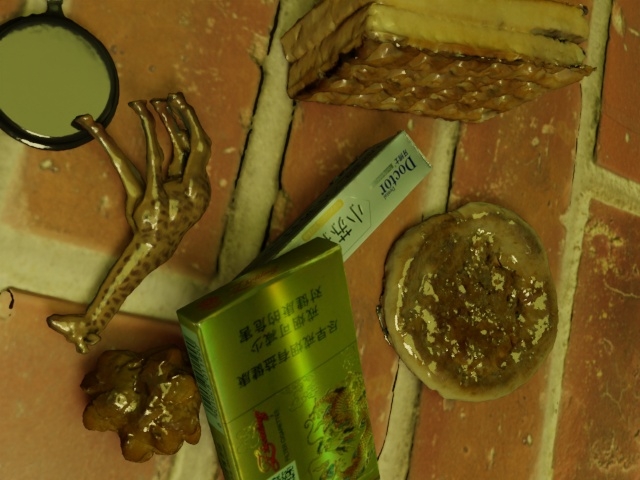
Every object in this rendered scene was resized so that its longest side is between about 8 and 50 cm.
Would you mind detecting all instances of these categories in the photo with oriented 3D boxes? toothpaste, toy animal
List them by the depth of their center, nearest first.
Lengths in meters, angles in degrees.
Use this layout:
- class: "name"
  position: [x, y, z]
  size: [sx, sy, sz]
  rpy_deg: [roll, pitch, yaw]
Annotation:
- class: "toy animal"
  position: [-0.183, -0.021, 0.721]
  size: [0.149, 0.054, 0.275]
  rpy_deg: [11, 87, -38]
- class: "toothpaste"
  position: [0.000, 0.000, 0.805]
  size: [0.313, 0.089, 0.071]
  rpy_deg: [-45, 101, -24]

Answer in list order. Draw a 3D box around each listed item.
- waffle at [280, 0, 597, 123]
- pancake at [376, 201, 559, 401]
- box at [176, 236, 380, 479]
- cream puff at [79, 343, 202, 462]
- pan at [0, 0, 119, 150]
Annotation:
- class: "waffle"
  position: [0.131, -0.216, 0.828]
  size: [0.308, 0.213, 0.091]
  rpy_deg: [0, 82, -28]
- class: "pancake"
  position: [0.203, 0.083, 0.933]
  size: [0.283, 0.049, 0.282]
  rpy_deg: [3, 84, -26]
- class: "box"
  position: [-0.030, 0.169, 0.732]
  size: [0.173, 0.043, 0.311]
  rpy_deg: [-28, 121, -31]
- class: "cream puff"
  position: [-0.168, 0.151, 0.684]
  size: [0.122, 0.094, 0.116]
  rpy_deg: [30, 79, 19]
- class: "pan"
  position: [-0.265, -0.207, 0.710]
  size: [0.136, 0.028, 0.235]
  rpy_deg: [2, 84, -29]
